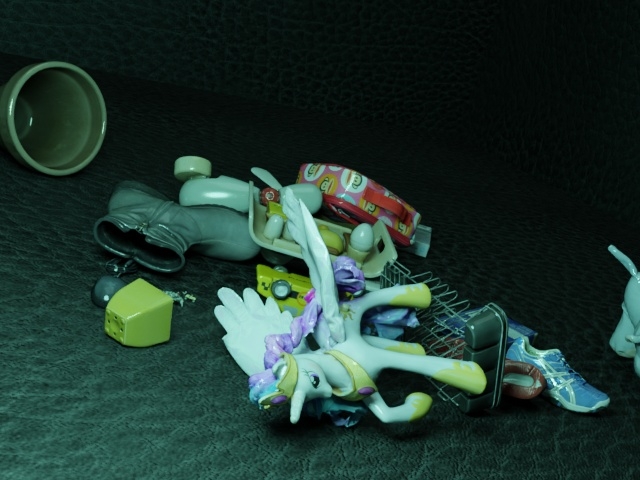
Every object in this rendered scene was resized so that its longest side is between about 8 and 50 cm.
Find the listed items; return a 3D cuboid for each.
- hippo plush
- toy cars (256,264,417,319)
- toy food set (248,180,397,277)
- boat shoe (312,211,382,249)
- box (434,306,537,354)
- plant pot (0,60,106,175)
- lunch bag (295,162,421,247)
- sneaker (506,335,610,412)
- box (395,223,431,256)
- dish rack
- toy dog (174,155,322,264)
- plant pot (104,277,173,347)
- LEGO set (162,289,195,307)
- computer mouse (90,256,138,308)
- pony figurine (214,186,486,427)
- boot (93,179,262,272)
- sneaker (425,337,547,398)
[{"bbox_3d":[0.742,0.182,1.943,0.234,0.294,0.237,-4,23,8],"label":"hippo plush"},{"bbox_3d":[0.032,0.115,1.777,0.176,0.087,0.393,29,17,39],"label":"toy cars"},{"bbox_3d":[-0.004,-0.036,1.889,0.306,0.093,0.220,17,19,-12],"label":"toy food set"},{"bbox_3d":[0.000,0.000,2.137,0.285,0.089,0.105,19,43,16],"label":"boat shoe"},{"bbox_3d":[0.335,0.190,1.899,0.136,0.037,0.225,27,18,33],"label":"box"},{"bbox_3d":[-0.675,-0.285,2.171,0.229,0.263,0.263,6,7,39],"label":"plant pot"},{"bbox_3d":[0.100,-0.083,2.214,0.293,0.120,0.258,30,-11,-39],"label":"lunch bag"},{"bbox_3d":[0.438,0.252,1.720,0.211,0.081,0.080,25,17,20],"label":"sneaker"},{"bbox_3d":[0.219,-0.016,2.450,0.145,0.038,0.186,17,16,3],"label":"box"},{"bbox_3d":[0.198,0.154,1.587,0.074,0.208,0.271,-20,37,-28],"label":"dish rack"},{"bbox_3d":[-0.179,-0.078,2.070,0.333,0.220,0.161,23,-16,-5],"label":"toy dog"},{"bbox_3d":[-0.292,0.121,1.454,0.081,0.082,0.083,27,31,30],"label":"plant pot"},{"bbox_3d":[-0.258,0.098,1.648,0.054,0.024,0.083,21,17,16],"label":"LEGO set"},{"bbox_3d":[-0.357,0.062,1.642,0.071,0.041,0.242,13,16,-8],"label":"computer mouse"},{"bbox_3d":[0.023,0.135,1.402,0.363,0.303,0.351,4,39,-32],"label":"pony figurine"},{"bbox_3d":[-0.268,0.004,1.806,0.338,0.118,0.223,14,22,-12],"label":"boot"},{"bbox_3d":[0.304,0.242,1.682,0.221,0.087,0.128,19,-6,27],"label":"sneaker"}]
